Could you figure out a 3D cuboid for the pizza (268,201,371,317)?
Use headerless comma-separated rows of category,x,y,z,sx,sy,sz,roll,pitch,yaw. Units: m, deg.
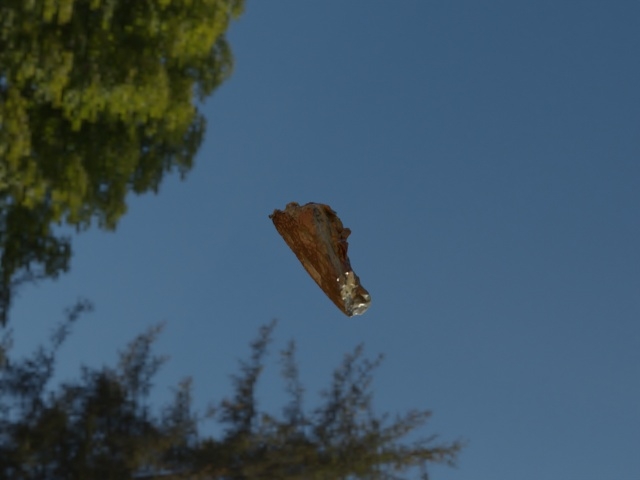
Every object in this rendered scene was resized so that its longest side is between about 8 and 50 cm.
pizza,0.000,0.000,1.498,0.182,0.062,0.161,49,-15,28
